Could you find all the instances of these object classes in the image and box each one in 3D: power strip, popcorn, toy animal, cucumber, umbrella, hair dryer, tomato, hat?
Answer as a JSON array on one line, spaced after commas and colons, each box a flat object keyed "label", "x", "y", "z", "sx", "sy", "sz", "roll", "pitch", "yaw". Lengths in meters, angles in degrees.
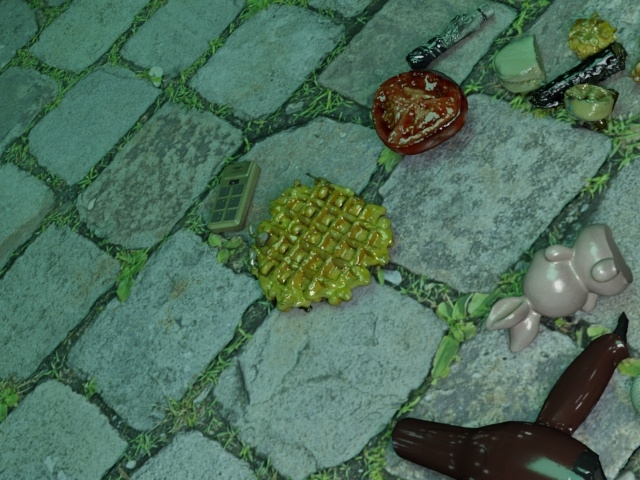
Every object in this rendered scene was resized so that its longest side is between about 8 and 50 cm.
[{"label": "power strip", "x": -0.165, "y": -0.090, "z": 1.849, "sx": 0.076, "sy": 0.028, "sz": 0.169, "roll": -7, "pitch": 53, "yaw": 28}, {"label": "popcorn", "x": 0.466, "y": -0.347, "z": 1.646, "sx": 0.083, "sy": 0.057, "sz": 0.082, "roll": -23, "pitch": 48, "yaw": 11}, {"label": "toy animal", "x": 0.532, "y": -0.298, "z": 1.560, "sx": 0.060, "sy": 0.081, "sz": 0.083, "roll": 16, "pitch": 85, "yaw": 42}, {"label": "cucumber", "x": 0.433, "y": -0.272, "z": 1.613, "sx": 0.181, "sy": 0.053, "sz": 0.053, "roll": -28, "pitch": 46, "yaw": 10}, {"label": "umbrella", "x": 0.243, "y": -0.388, "z": 1.819, "sx": 0.188, "sy": 0.046, "sz": 0.050, "roll": -36, "pitch": 84, "yaw": 2}, {"label": "hair dryer", "x": 0.295, "y": 0.213, "z": 1.302, "sx": 0.312, "sy": 0.123, "sz": 0.340, "roll": 11, "pitch": 51, "yaw": 49}, {"label": "toy animal", "x": 0.329, "y": 0.061, "z": 1.374, "sx": 0.212, "sy": 0.124, "sz": 0.124, "roll": -28, "pitch": 46, "yaw": 18}, {"label": "tomato", "x": 0.180, "y": -0.225, "z": 1.706, "sx": 0.166, "sy": 0.082, "sz": 0.174, "roll": -30, "pitch": 50, "yaw": 14}, {"label": "hat", "x": 0.435, "y": -0.217, "z": 1.562, "sx": 0.077, "sy": 0.059, "sz": 0.076, "roll": 25, "pitch": 37, "yaw": 31}]

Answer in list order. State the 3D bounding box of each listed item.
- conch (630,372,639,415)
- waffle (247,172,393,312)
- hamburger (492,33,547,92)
[{"label": "conch", "x": 0.435, "y": 0.206, "z": 1.232, "sx": 0.076, "sy": 0.056, "sz": 0.085, "roll": 7, "pitch": 89, "yaw": 16}, {"label": "waffle", "x": 0.001, "y": 0.002, "z": 1.657, "sx": 0.262, "sy": 0.060, "sz": 0.281, "roll": -16, "pitch": 50, "yaw": 16}, {"label": "hamburger", "x": 0.347, "y": -0.308, "z": 1.694, "sx": 0.084, "sy": 0.054, "sz": 0.121, "roll": -18, "pitch": 46, "yaw": 24}]
